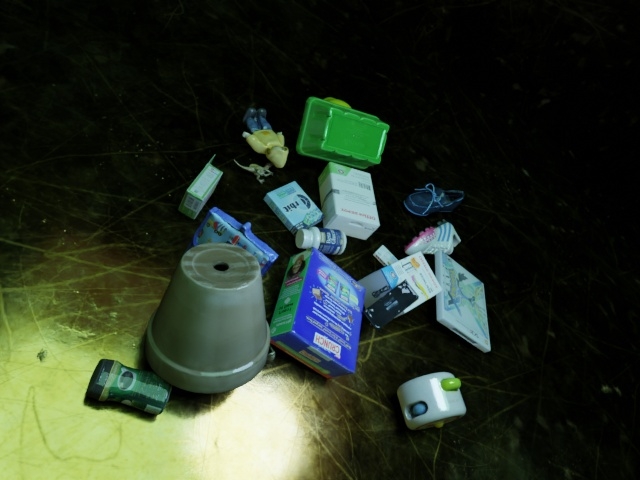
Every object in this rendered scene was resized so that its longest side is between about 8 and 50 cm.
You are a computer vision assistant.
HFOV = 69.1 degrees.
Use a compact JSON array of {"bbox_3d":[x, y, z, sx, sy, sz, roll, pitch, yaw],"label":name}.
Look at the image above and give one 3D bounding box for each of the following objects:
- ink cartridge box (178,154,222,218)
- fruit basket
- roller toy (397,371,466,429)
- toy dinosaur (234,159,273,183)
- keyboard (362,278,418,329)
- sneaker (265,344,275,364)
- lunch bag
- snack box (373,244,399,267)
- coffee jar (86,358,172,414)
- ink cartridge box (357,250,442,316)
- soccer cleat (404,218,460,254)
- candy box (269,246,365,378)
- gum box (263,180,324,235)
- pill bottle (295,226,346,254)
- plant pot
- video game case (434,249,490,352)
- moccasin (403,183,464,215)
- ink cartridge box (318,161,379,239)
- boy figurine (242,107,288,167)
[{"bbox_3d":[-0.388,-0.182,1.553,0.062,0.109,0.209,31,46,-10],"label":"ink cartridge box"},{"bbox_3d":[0.073,-0.480,2.024,0.392,0.282,0.392,13,9,-2],"label":"fruit basket"},{"bbox_3d":[0.348,0.511,1.457,0.191,0.209,0.146,-15,61,0],"label":"roller toy"},{"bbox_3d":[-0.242,-0.264,1.762,0.183,0.053,0.092,-10,48,-46],"label":"toy dinosaur"},{"bbox_3d":[0.221,0.197,1.515,0.180,0.023,0.108,-36,89,-7],"label":"keyboard"},{"bbox_3d":[-0.186,0.273,1.370,0.066,0.071,0.188,-22,72,-41],"label":"sneaker"},{"bbox_3d":[-0.255,0.037,1.346,0.221,0.293,0.138,39,45,-1],"label":"lunch bag"},{"bbox_3d":[0.290,0.100,1.840,0.178,0.022,0.064,46,47,5],"label":"snack box"},{"bbox_3d":[-0.461,0.354,1.127,0.184,0.079,0.096,23,49,-18],"label":"coffee jar"},{"bbox_3d":[0.279,0.169,1.667,0.233,0.168,0.171,-19,78,-41],"label":"ink cartridge box"},{"bbox_3d":[0.488,0.012,1.969,0.331,0.116,0.143,-25,74,-42],"label":"soccer cleat"},{"bbox_3d":[-0.001,0.225,1.448,0.268,0.122,0.317,40,41,-27],"label":"candy box"},{"bbox_3d":[-0.097,-0.122,1.743,0.184,0.041,0.157,49,46,9],"label":"gum box"},{"bbox_3d":[0.000,0.000,1.678,0.170,0.094,0.094,6,55,-30],"label":"pill bottle"},{"bbox_3d":[-0.271,0.168,1.180,0.323,0.280,0.323,11,32,-7],"label":"plant pot"},{"bbox_3d":[0.567,0.240,1.860,0.300,0.036,0.328,34,44,-26],"label":"video game case"},{"bbox_3d":[0.529,-0.202,2.154,0.342,0.117,0.137,-11,65,-38],"label":"moccasin"},{"bbox_3d":[0.109,-0.157,1.851,0.199,0.115,0.272,13,51,-24],"label":"ink cartridge box"},{"bbox_3d":[-0.216,-0.399,1.821,0.177,0.092,0.285,-5,50,-35],"label":"boy figurine"}]
